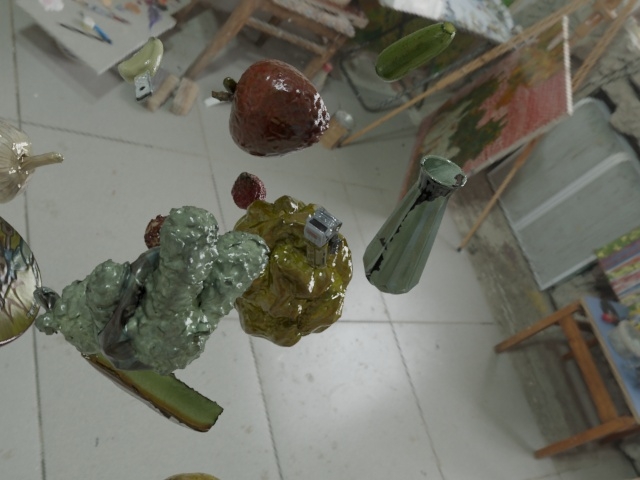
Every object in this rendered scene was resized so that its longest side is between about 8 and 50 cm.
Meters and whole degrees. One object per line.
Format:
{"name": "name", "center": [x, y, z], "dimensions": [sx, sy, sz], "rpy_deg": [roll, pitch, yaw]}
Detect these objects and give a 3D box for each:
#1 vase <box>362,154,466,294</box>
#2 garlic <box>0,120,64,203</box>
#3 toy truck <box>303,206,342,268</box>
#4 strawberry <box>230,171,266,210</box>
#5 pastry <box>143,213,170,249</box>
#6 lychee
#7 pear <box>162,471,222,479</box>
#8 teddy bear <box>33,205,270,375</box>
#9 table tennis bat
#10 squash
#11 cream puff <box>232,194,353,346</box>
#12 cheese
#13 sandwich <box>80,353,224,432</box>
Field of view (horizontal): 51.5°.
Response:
{"name": "vase", "center": [0.223, -0.032, 1.618], "dimensions": [0.165, 0.360, 0.165], "rpy_deg": [14, 39, -11]}
{"name": "garlic", "center": [-0.696, -0.182, 1.543], "dimensions": [0.225, 0.199, 0.199], "rpy_deg": [1, 48, 7]}
{"name": "toy truck", "center": [0.000, 0.000, 1.166], "dimensions": [0.052, 0.123, 0.063], "rpy_deg": [35, 65, 19]}
{"name": "strawberry", "center": [-0.195, -0.133, 1.777], "dimensions": [0.106, 0.106, 0.106], "rpy_deg": [23, 46, -26]}
{"name": "pastry", "center": [-0.405, -0.024, 1.823], "dimensions": [0.097, 0.115, 0.208], "rpy_deg": [18, 17, 20]}
{"name": "lychee", "center": [-0.127, -0.329, 1.647], "dimensions": [0.300, 0.255, 0.255], "rpy_deg": [35, 40, 6]}
{"name": "pear", "center": [-0.258, 0.604, 1.313], "dimensions": [0.271, 0.271, 0.271], "rpy_deg": [23, 46, -26]}
{"name": "teddy bear", "center": [-0.139, 0.060, 0.531], "dimensions": [0.133, 0.213, 0.111], "rpy_deg": [24, 48, -55]}
{"name": "table tennis bat", "center": [-0.596, 0.048, 1.027], "dimensions": [0.414, 0.051, 0.268], "rpy_deg": [12, 57, -69]}
{"name": "squash", "center": [0.175, -0.356, 1.250], "dimensions": [0.066, 0.201, 0.066], "rpy_deg": [9, 73, -34]}
{"name": "cream puff", "center": [-0.069, 0.068, 1.431], "dimensions": [0.291, 0.257, 0.325], "rpy_deg": [17, 84, -4]}
{"name": "cheese", "center": [-0.434, -0.410, 1.621], "dimensions": [0.050, 0.127, 0.235], "rpy_deg": [57, 8, -45]}
{"name": "sandwich", "center": [-0.303, 0.229, 1.093], "dimensions": [0.245, 0.212, 0.063], "rpy_deg": [42, 64, -20]}
